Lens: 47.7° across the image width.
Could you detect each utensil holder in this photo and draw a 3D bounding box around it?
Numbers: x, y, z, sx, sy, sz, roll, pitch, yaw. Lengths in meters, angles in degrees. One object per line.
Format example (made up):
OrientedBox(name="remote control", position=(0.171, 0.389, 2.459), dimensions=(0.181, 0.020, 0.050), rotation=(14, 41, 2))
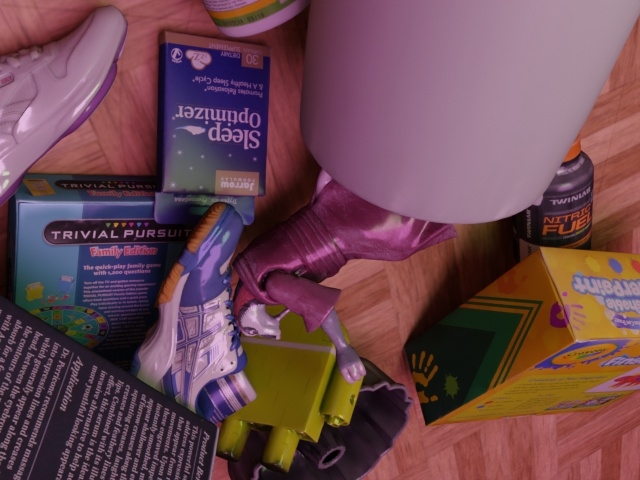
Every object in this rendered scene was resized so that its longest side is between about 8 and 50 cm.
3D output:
OrientedBox(name="utensil holder", position=(0.148, -0.256, 0.708), dimensions=(0.328, 0.327, 0.385), rotation=(-12, 140, -22))

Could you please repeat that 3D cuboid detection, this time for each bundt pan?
OrientedBox(name="bundt pan", position=(-0.014, 0.310, 1.187), dimensions=(0.331, 0.124, 0.331), rotation=(-25, 142, -22))

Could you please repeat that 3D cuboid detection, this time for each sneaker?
OrientedBox(name="sneaker", position=(-0.138, 0.097, 0.886), dimensions=(0.131, 0.112, 0.296), rotation=(23, 109, -5))
OrientedBox(name="sneaker", position=(-0.334, -0.152, 0.763), dimensions=(0.305, 0.114, 0.152), rotation=(-47, 115, -4))

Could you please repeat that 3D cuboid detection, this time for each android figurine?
OrientedBox(name="android figurine", position=(-0.055, 0.194, 1.054), dimensions=(0.056, 0.248, 0.273), rotation=(55, 45, -45))

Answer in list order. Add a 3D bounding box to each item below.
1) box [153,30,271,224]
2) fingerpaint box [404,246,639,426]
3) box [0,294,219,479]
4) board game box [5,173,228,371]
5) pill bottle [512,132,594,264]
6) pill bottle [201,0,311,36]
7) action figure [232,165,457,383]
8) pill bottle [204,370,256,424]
OrientedBox(name="box", position=(-0.131, -0.130, 0.883), dimensions=(0.136, 0.036, 0.225), rotation=(0, 96, -30))
OrientedBox(name="fingerpaint box", position=(0.436, 0.173, 1.256), dimensions=(0.445, 0.163, 0.371), rotation=(3, 148, -30))
OrientedBox(name="box", position=(-0.358, 0.248, 0.774), dimensions=(0.293, 0.212, 0.395), rotation=(-27, 127, 29))
OrientedBox(name="board game box", position=(-0.278, 0.081, 0.958), dimensions=(0.254, 0.079, 0.336), rotation=(-1, 119, -29))
OrientedBox(name="pill bottle", position=(0.380, -0.069, 1.193), dimensions=(0.130, 0.130, 0.245), rotation=(-24, 127, -14))
OrientedBox(name="pill bottle", position=(-0.104, -0.351, 0.750), dimensions=(0.136, 0.136, 0.245), rotation=(-35, 129, -5))
OrientedBox(name="action figure", position=(0.000, 0.000, 0.953), dimensions=(0.370, 0.248, 0.275), rotation=(-38, 129, -7))
OrientedBox(name="pill bottle", position=(-0.181, 0.218, 0.985), dimensions=(0.169, 0.094, 0.094), rotation=(-31, 129, -10))
